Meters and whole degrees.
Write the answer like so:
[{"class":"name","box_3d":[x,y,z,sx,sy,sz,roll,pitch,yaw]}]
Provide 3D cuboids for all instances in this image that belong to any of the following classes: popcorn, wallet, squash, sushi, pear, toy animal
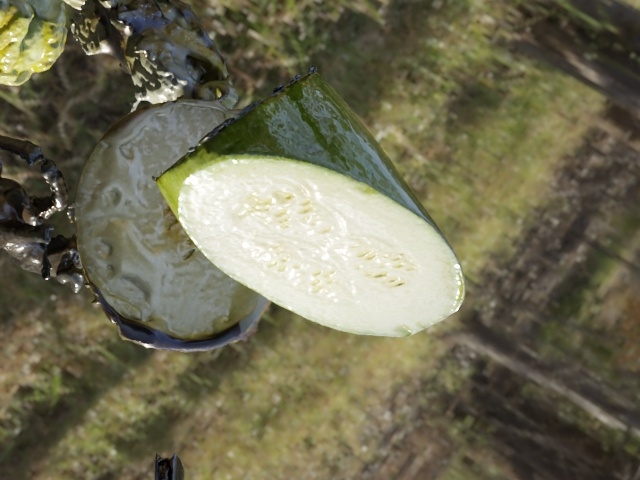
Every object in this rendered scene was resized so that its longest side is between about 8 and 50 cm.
[{"class":"popcorn","box_3d":[-0.451,-0.322,1.753,0.167,0.185,0.187,-31,154,31]},{"class":"wallet","box_3d":[-0.203,0.389,1.638,0.110,0.031,0.198,87,2,-67]},{"class":"squash","box_3d":[0.000,0.000,1.074,0.189,0.260,0.189,-33,-176,3]},{"class":"sushi","box_3d":[-0.216,-0.229,1.450,0.139,0.291,0.131,-45,173,36]},{"class":"pear","box_3d":[-0.153,-0.018,1.324,0.267,0.267,0.178,-55,-164,-9]},{"class":"toy animal","box_3d":[-0.332,-0.036,1.278,0.084,0.232,0.148,-55,-175,-39]}]
